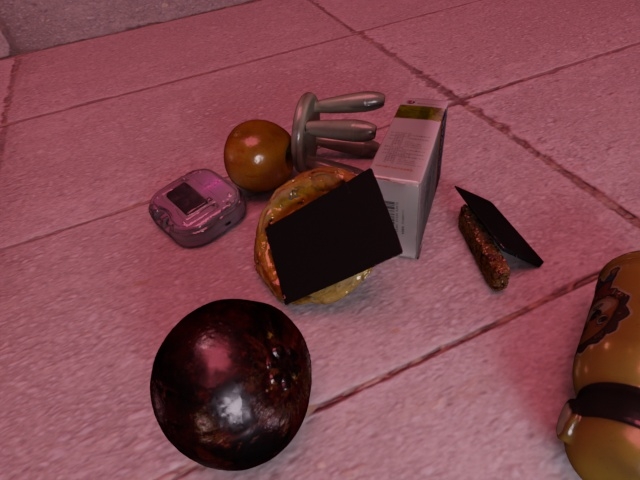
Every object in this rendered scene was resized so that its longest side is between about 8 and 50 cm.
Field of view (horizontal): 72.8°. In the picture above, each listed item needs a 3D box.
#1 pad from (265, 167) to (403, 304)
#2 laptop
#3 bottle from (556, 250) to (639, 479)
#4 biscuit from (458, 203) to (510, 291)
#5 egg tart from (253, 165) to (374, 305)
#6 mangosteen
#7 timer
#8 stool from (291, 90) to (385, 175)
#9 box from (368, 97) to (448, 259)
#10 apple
[{"bbox_3d":[0.012,-0.003,0.761,0.243,0.004,0.164,-27,67,25],"label":"pad"},{"bbox_3d":[0.353,-0.032,0.874,0.135,0.016,0.197,18,34,-31],"label":"laptop"},{"bbox_3d":[0.442,0.182,0.593,0.171,0.172,0.351,24,52,27],"label":"bottle"},{"bbox_3d":[0.317,0.010,0.852,0.034,0.064,0.199,-11,44,3],"label":"biscuit"},{"bbox_3d":[0.000,0.000,0.834,0.290,0.107,0.291,-8,75,31],"label":"egg tart"},{"bbox_3d":[-0.145,0.203,0.633,0.261,0.235,0.236,-22,35,35],"label":"mangosteen"},{"bbox_3d":[-0.289,-0.084,1.016,0.208,0.069,0.190,34,60,31],"label":"timer"},{"bbox_3d":[0.045,-0.251,1.051,0.198,0.195,0.195,8,47,13],"label":"stool"},{"bbox_3d":[0.188,-0.139,0.918,0.106,0.200,0.300,10,48,18],"label":"box"},{"bbox_3d":[-0.142,-0.203,1.042,0.155,0.183,0.183,8,47,5],"label":"apple"}]
